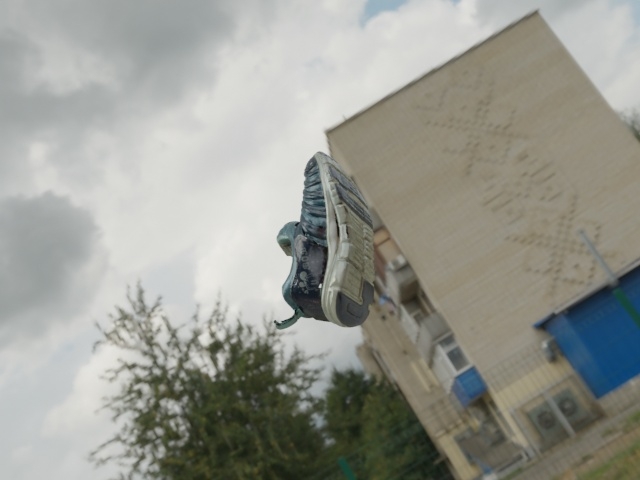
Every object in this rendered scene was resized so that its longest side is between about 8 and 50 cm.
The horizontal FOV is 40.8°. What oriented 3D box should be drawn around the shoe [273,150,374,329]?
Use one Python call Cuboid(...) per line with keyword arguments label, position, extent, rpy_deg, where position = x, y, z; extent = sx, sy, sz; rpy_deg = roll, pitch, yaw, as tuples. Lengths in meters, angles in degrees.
Cuboid(label="shoe", position=(0.000, 0.000, 0.649), extent=(0.071, 0.143, 0.064), rpy_deg=(-12, -27, 23))
